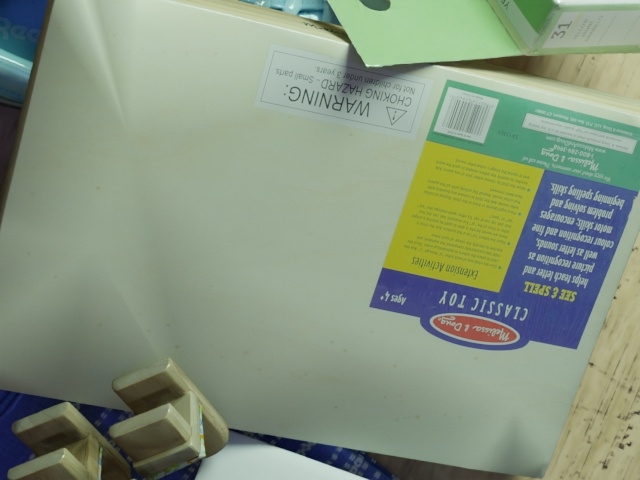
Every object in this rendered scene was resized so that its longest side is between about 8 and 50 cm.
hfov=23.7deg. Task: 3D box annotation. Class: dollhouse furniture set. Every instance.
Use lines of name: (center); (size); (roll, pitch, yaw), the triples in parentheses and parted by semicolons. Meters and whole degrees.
dollhouse furniture set: (-0.147, 0.235, 0.941); (0.242, 0.212, 0.161); (-23, 131, 14)

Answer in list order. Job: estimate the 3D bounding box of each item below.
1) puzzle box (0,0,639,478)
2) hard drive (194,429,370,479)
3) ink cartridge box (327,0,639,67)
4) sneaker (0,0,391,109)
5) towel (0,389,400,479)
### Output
puzzle box: (0.000, 0.000, 0.981); (0.409, 0.052, 0.272); (12, 109, -17)
hard drive: (0.041, 0.268, 0.992); (0.307, 0.040, 0.203); (19, 82, 10)
ink cartridge box: (0.102, -0.191, 0.980); (0.235, 0.056, 0.171); (-6, 53, -33)
sneaker: (-0.088, -0.123, 1.004); (0.366, 0.150, 0.135); (2, 91, -4)
towel: (-0.090, 0.204, 1.064); (0.336, 0.040, 0.243); (38, 89, -4)
